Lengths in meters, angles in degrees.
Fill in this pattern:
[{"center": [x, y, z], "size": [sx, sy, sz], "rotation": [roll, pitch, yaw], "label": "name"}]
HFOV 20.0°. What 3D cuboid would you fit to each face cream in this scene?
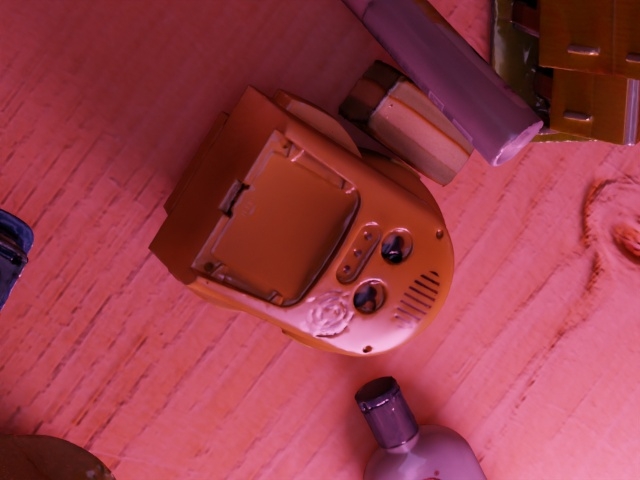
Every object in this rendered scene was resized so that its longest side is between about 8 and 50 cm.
[{"center": [0.120, -0.198, 1.935], "size": [0.073, 0.107, 0.269], "rotation": [-43, 78, 3], "label": "face cream"}, {"center": [0.126, 0.292, 2.138], "size": [0.144, 0.071, 0.291], "rotation": [-27, 107, -5], "label": "face cream"}]

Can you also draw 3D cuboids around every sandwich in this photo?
[{"center": [0.113, -0.119, 2.009], "size": [0.163, 0.113, 0.079], "rotation": [36, 94, -19], "label": "sandwich"}]

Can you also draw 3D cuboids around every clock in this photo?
[{"center": [0.000, 0.000, 1.986], "size": [0.317, 0.200, 0.244], "rotation": [30, 99, -26], "label": "clock"}]

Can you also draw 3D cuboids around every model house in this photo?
[{"center": [0.259, -0.225, 1.904], "size": [0.340, 0.323, 0.300], "rotation": [-2, 103, -12], "label": "model house"}]

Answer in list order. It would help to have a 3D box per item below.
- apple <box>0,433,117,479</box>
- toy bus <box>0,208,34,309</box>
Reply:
[{"center": [-0.331, 0.346, 1.968], "size": [0.279, 0.279, 0.279], "rotation": [-3, 104, -12], "label": "apple"}, {"center": [-0.430, 0.108, 1.906], "size": [0.152, 0.190, 0.312], "rotation": [25, 97, -11], "label": "toy bus"}]
